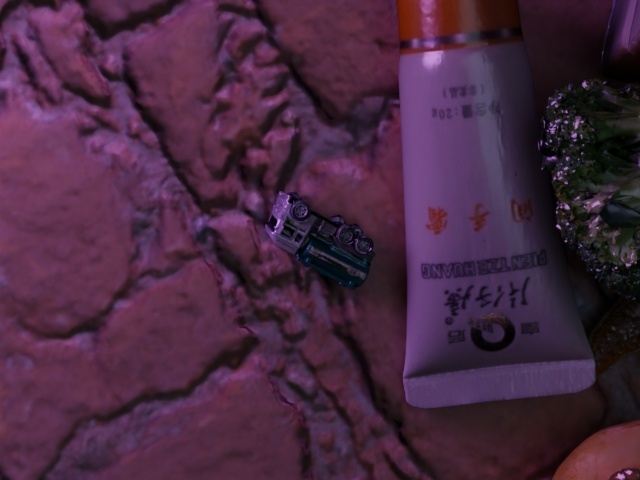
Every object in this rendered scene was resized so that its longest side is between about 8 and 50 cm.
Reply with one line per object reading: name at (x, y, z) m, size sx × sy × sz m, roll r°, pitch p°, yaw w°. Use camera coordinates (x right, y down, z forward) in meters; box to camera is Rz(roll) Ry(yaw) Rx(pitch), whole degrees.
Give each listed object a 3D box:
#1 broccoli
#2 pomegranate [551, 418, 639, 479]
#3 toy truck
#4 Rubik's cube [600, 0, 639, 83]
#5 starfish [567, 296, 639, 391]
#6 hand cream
broccoli at (0.235, -0.043, 1.225) m, size 0.195 × 0.156 × 0.195 m, roll 15°, pitch 43°, yaw -14°
pomegranate at (0.243, 0.215, 1.258) m, size 0.196 × 0.196 × 0.196 m, roll 0°, pitch 90°, yaw -18°
toy truck at (0.000, 0.000, 1.252) m, size 0.083 × 0.039 × 0.044 m, roll 28°, pitch 96°, yaw -18°
Rubik's cube at (0.407, -0.259, 1.185) m, size 0.344 × 0.346 × 0.347 m, roll 15°, pitch 87°, yaw 1°
starfish at (0.265, 0.011, 1.338) m, size 0.138 × 0.050 × 0.247 m, roll 16°, pitch 78°, yaw -17°
hand cream at (0.107, -0.036, 1.269) m, size 0.139 × 0.089 × 0.314 m, roll -9°, pitch 97°, yaw 6°
